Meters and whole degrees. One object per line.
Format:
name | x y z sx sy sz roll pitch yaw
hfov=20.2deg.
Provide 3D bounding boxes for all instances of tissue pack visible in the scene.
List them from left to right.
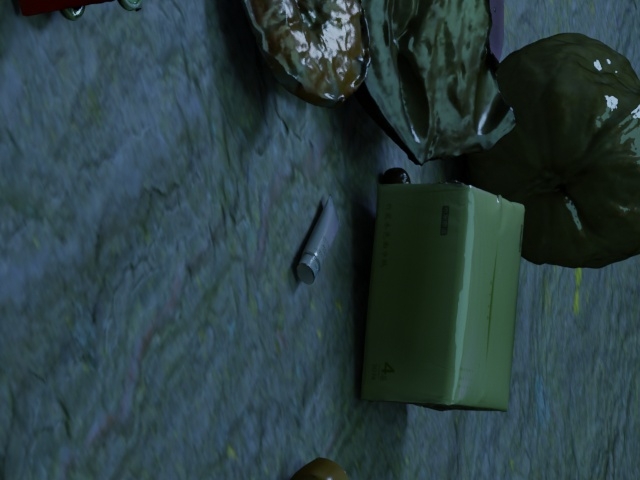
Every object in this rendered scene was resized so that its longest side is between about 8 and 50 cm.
tissue pack | 0.131 0.061 1.896 0.159 0.125 0.234 17 77 -61

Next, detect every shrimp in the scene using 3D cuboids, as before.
shrimp | -0.034 -0.276 1.686 0.164 0.062 0.317 -7 83 -55

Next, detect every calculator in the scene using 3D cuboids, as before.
calculator | 0.211 -0.301 2.292 0.103 0.024 0.166 11 77 -65

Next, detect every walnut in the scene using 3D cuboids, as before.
walnut | 0.310 -0.103 2.191 0.277 0.282 0.253 -27 150 -59

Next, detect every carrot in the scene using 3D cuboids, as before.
carrot | 0.088 -0.035 1.966 0.032 0.032 0.093 -37 122 -62

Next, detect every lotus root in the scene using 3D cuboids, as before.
lotus root | 0.087 -0.242 1.897 0.210 0.142 0.314 -11 102 -29

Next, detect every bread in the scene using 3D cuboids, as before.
bread | 0.001 0.231 1.693 0.062 0.049 0.103 -66 165 21

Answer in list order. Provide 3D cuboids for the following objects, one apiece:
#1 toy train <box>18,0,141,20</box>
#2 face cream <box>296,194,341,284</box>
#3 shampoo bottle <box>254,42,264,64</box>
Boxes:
toy train | -0.164 -0.250 1.388 0.204 0.082 0.131 -53 133 -59
face cream | 0.000 0.000 1.776 0.115 0.020 0.038 -66 142 -52
shampoo bottle | -0.025 -0.173 1.738 0.141 0.034 0.049 18 75 -63
